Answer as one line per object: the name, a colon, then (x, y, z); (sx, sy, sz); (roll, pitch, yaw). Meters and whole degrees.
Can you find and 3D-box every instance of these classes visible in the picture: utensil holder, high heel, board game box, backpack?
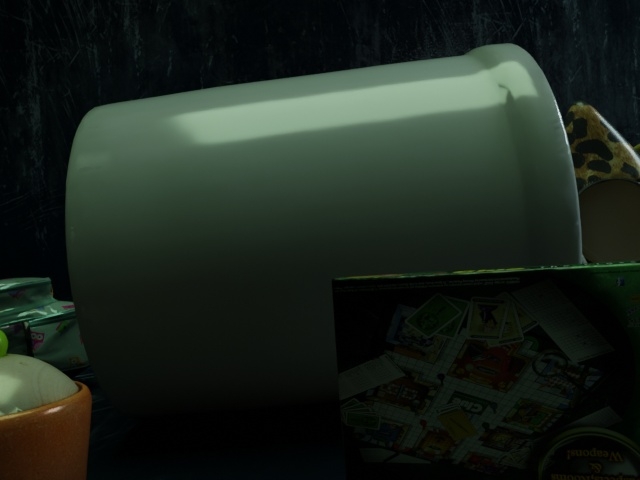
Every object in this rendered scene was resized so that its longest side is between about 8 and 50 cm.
utensil holder: (0.000, 0.000, 0.629); (0.386, 0.327, 0.327); (-7, 0, -1)
high heel: (0.234, 0.008, 0.464); (0.093, 0.261, 0.186); (-14, -4, 10)
board game box: (0.135, 0.078, 0.321); (0.260, 0.136, 0.030); (-4, -3, 22)
backpack: (-0.367, 0.117, 0.776); (0.188, 0.144, 0.166); (-1, -8, -39)

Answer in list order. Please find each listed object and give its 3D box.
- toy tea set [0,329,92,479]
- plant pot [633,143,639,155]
toy tea set: (-0.178, 0.107, 0.230); (0.200, 0.124, 0.336); (-4, 0, -24)
plant pot: (0.498, -0.039, 0.771); (0.239, 0.254, 0.254); (-27, 12, -31)
